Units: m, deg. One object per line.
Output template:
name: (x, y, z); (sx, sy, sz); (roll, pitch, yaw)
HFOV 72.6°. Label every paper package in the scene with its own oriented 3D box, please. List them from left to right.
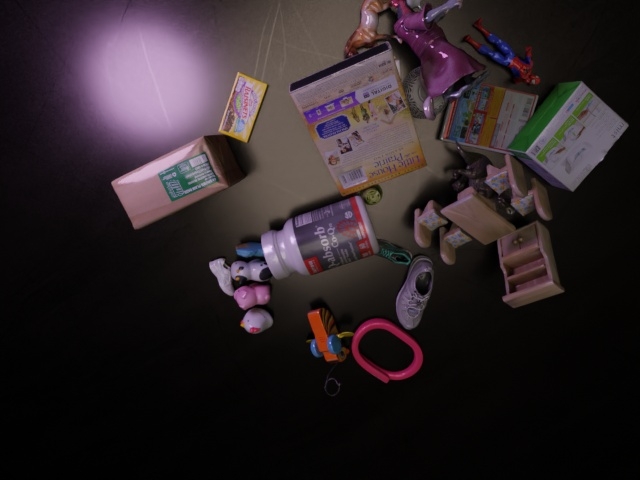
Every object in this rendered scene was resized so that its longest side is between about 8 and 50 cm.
paper package: (-0.435, -0.193, 1.386); (0.325, 0.309, 0.168); (-23, 104, 6)

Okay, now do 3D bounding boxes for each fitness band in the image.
fitness band: (0.256, 0.425, 1.679); (0.291, 0.054, 0.209); (36, 100, -9)

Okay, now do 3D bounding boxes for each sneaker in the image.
sneaker: (-0.349, 0.135, 1.606); (0.061, 0.053, 0.152); (-26, 103, 5)
sneaker: (0.254, 0.046, 1.560); (0.167, 0.076, 0.064); (15, 104, -3)
sneaker: (0.342, 0.199, 1.580); (0.105, 0.115, 0.281); (7, 105, -1)

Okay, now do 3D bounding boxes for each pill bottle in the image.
pill bottle: (0.000, 0.000, 1.483); (0.363, 0.210, 0.210); (-19, 104, 6)

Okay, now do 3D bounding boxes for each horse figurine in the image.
horse figurine: (0.181, -0.691, 1.369); (0.175, 0.066, 0.263); (9, 107, -8)

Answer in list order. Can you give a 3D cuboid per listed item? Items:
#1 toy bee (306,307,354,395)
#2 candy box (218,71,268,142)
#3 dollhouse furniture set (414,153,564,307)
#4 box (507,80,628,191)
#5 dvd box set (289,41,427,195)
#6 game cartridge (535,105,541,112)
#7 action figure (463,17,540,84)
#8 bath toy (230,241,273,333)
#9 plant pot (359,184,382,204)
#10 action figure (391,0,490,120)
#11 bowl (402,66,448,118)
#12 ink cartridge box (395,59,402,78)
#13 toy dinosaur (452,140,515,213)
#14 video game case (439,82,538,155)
toy bee: (0.036, 0.398, 1.640); (0.195, 0.162, 0.298); (6, 93, 31)
candy box: (-0.259, -0.444, 1.461); (0.105, 0.027, 0.205); (20, 105, -8)
dollhouse furniture set: (0.558, 0.004, 1.379); (0.394, 0.256, 0.362); (30, 138, -26)
box: (0.797, -0.333, 1.410); (0.231, 0.126, 0.262); (32, 102, -15)
dvd box set: (0.130, -0.349, 1.346); (0.308, 0.062, 0.420); (-19, 133, 15)
game cartridge: (0.761, -0.420, 1.459); (0.083, 0.017, 0.055); (14, 108, -3)
action figure: (0.592, -0.578, 1.361); (0.280, 0.139, 0.091); (33, 104, -10)
bath toy: (-0.248, 0.186, 1.578); (0.152, 0.129, 0.348); (1, 106, 6)
plant pot: (0.178, -0.155, 1.506); (0.083, 0.079, 0.083); (0, 106, 0)
action figure: (0.324, -0.582, 1.310); (0.276, 0.248, 0.370); (-43, 86, 22)
bowl: (0.349, -0.482, 1.415); (0.170, 0.080, 0.170); (0, 105, 0)
ink cartridge box: (0.190, -0.517, 1.355); (0.104, 0.180, 0.060); (-7, 104, 2)
toy dinosaur: (0.539, -0.211, 1.484); (0.160, 0.121, 0.313); (-33, 98, -3)
video game case: (0.557, -0.408, 1.450); (0.285, 0.025, 0.203); (10, 105, -7)
